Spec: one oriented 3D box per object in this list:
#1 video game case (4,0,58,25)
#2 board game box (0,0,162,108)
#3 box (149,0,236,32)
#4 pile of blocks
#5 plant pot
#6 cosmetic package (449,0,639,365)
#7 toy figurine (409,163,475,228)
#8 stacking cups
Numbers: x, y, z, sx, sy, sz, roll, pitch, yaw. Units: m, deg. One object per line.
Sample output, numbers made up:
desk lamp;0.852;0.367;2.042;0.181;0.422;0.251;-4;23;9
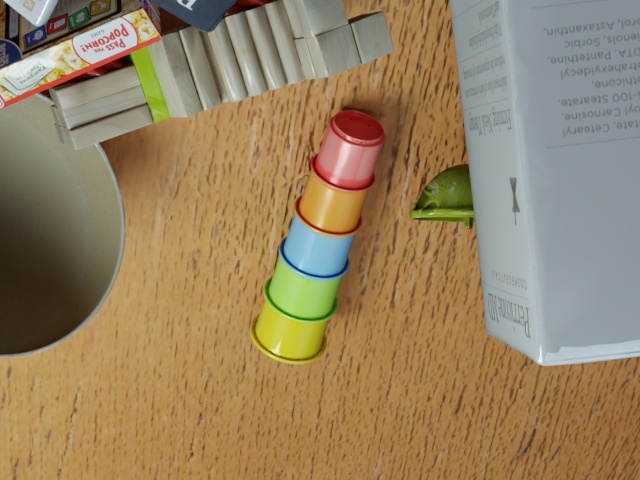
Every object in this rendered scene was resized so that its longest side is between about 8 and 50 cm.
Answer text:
video game case;-0.291;-0.331;1.604;0.183;0.023;0.201;38;123;8
board game box;-0.254;-0.218;1.691;0.194;0.146;0.045;-22;133;12
box;-0.140;-0.477;1.249;0.480;0.297;0.472;29;145;-17
pile of blocks;-0.114;-0.195;1.720;0.362;0.149;0.112;-15;103;8
plant pot;-0.373;-0.008;1.810;0.284;0.284;0.191;25;158;-26
cosmetic package;0.318;-0.105;1.642;0.328;0.329;0.393;-6;92;-3
toy figurine;0.282;-0.122;1.894;0.363;0.191;0.217;3;101;-1
stacking cups;0.000;0.000;1.950;0.096;0.096;0.316;7;130;-14
